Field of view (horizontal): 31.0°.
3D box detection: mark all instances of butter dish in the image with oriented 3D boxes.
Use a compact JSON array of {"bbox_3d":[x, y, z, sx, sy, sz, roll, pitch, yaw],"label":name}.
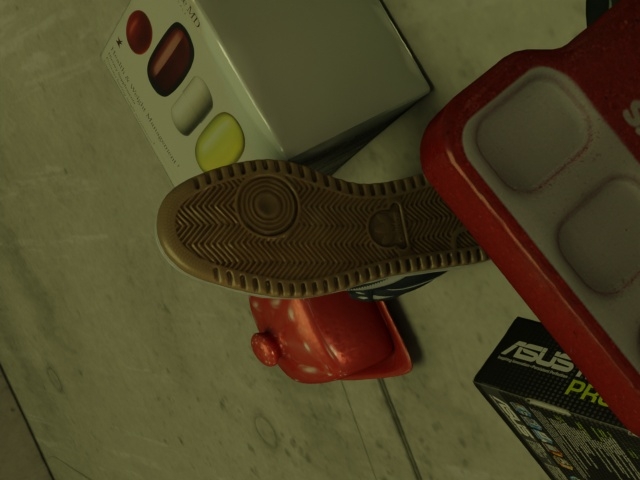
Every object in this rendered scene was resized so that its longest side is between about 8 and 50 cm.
[{"bbox_3d":[-0.014,0.082,1.110,0.160,0.118,0.159,-15,100,59],"label":"butter dish"}]

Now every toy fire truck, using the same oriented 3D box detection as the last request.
[{"bbox_3d":[0.218,0.004,0.521,0.302,0.254,0.169,53,163,-2],"label":"toy fire truck"}]

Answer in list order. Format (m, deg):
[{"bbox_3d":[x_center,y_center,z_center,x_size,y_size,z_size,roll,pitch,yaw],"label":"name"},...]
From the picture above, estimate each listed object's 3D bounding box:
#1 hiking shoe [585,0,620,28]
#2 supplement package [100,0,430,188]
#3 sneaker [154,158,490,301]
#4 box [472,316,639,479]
[{"bbox_3d":[0.193,-0.029,0.713,0.132,0.113,0.304,12,124,52],"label":"hiking shoe"},{"bbox_3d":[-0.055,-0.139,0.960,0.194,0.149,0.203,60,151,3],"label":"supplement package"},{"bbox_3d":[0.000,0.000,0.886,0.153,0.282,0.099,156,110,-67],"label":"sneaker"},{"bbox_3d":[0.249,0.172,0.748,0.216,0.060,0.270,11,147,53],"label":"box"}]
